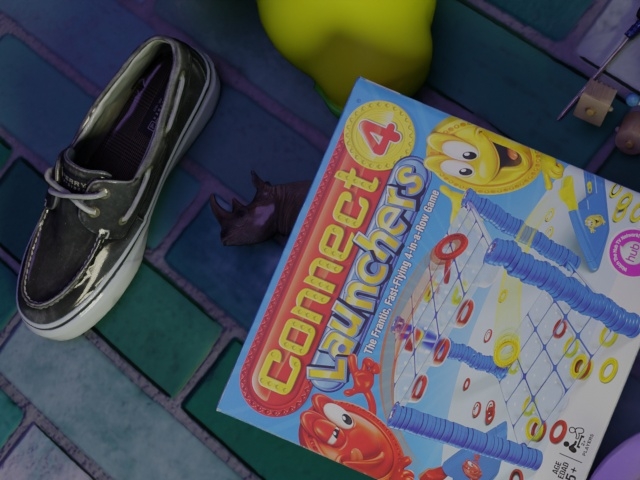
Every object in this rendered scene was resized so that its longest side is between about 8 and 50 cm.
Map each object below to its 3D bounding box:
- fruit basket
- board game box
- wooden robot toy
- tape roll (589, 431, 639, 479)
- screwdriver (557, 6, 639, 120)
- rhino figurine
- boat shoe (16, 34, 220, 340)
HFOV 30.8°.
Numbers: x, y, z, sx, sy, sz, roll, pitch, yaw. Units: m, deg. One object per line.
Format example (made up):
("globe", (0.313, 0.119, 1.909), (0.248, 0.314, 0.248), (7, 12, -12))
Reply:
("fruit basket", (0.011, -0.306, 1.110), (0.392, 0.283, 0.392), (2, 119, 4))
("board game box", (0.110, 0.061, 0.989), (0.301, 0.086, 0.308), (22, 87, 2))
("wooden robot toy", (0.319, -0.113, 1.036), (0.173, 0.076, 0.079), (13, 47, 21))
("tape roll", (0.306, 0.242, 0.938), (0.189, 0.080, 0.189), (-5, 76, 18))
("screwdriver", (0.274, -0.179, 1.077), (0.025, 0.024, 0.170), (44, 97, -7))
("rhino figurine", (0.000, 0.000, 1.099), (0.243, 0.073, 0.106), (22, 92, 19))
("boat shoe", (-0.224, -0.061, 1.165), (0.121, 0.119, 0.335), (25, 86, 22))
